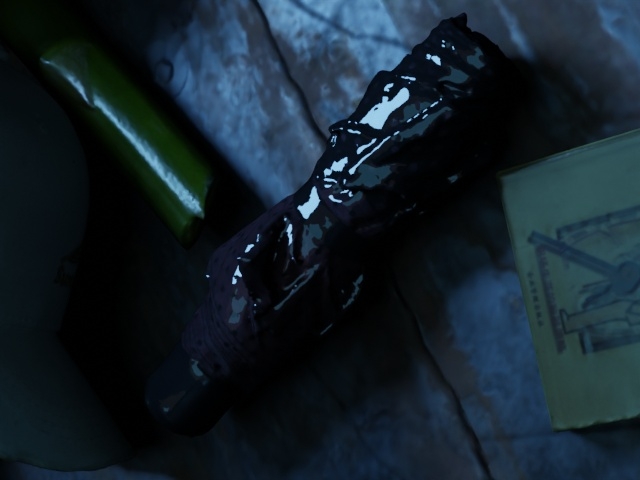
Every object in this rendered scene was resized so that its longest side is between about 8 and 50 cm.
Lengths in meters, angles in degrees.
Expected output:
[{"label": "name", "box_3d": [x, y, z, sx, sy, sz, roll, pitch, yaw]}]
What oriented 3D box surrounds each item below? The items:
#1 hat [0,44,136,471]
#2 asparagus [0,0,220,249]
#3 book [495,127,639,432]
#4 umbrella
[{"label": "hat", "box_3d": [-0.204, 0.018, 0.869, 0.168, 0.258, 0.301, -35, 88, -1]}, {"label": "asparagus", "box_3d": [-0.153, -0.102, 0.906, 0.060, 0.067, 0.278, -42, 68, -2]}, {"label": "book", "box_3d": [0.216, 0.009, 0.685, 0.230, 0.026, 0.161, -17, 79, 31]}, {"label": "umbrella", "box_3d": [0.000, 0.000, 0.789, 0.090, 0.094, 0.326, 36, 111, -18]}]
